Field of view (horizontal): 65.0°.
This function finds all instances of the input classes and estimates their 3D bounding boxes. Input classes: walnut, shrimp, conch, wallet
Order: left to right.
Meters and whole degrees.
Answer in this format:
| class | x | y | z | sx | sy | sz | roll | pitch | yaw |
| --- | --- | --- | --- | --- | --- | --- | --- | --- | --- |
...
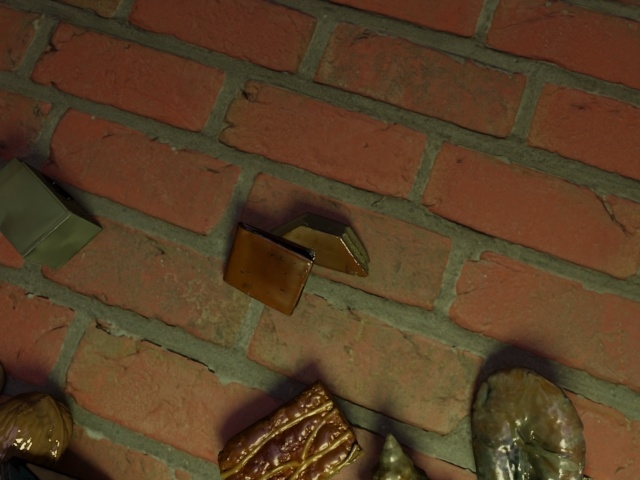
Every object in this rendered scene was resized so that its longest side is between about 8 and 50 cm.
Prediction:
| class | x | y | z | sx | sy | sz | roll | pitch | yaw |
| --- | --- | --- | --- | --- | --- | --- | --- | --- | --- |
| walnut | -0.635 | 0.431 | 1.051 | 0.198 | 0.198 | 0.244 | 30 | 85 | 9 |
| wallet | -0.120 | 0.064 | 1.151 | 0.196 | 0.042 | 0.160 | 24 | 111 | 9 |
| conch | 0.187 | 0.559 | 1.004 | 0.203 | 0.169 | 0.385 | -13 | 109 | 20 |
| shrimp | 0.410 | 0.478 | 1.001 | 0.221 | 0.110 | 0.444 | -5 | 80 | 38 |

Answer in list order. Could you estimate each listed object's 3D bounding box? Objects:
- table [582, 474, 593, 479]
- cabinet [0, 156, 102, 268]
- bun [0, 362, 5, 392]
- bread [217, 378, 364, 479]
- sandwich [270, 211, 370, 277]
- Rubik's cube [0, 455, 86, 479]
| class | x | y | z | sx | sy | sz | roll | pitch | yaw |
| --- | --- | --- | --- | --- | --- | --- | --- | --- | --- |
| table | 0.502 | 0.506 | 1.024 | 0.079 | 0.083 | 0.062 | 2 | 76 | 3 |
| cabinet | -0.667 | -0.065 | 1.195 | 0.206 | 0.145 | 0.150 | 44 | 83 | 12 |
| bun | -0.804 | 0.319 | 1.139 | 0.139 | 0.094 | 0.138 | -1 | 73 | 5 |
| bread | -0.065 | 0.442 | 1.044 | 0.275 | 0.114 | 0.184 | -34 | 63 | -3 |
| sandwich | 0.000 | 0.000 | 1.160 | 0.258 | 0.094 | 0.096 | 17 | 119 | 7 |
| Rubik's cube | -0.509 | 0.626 | 0.885 | 0.305 | 0.307 | 0.310 | -46 | 38 | -7 |
